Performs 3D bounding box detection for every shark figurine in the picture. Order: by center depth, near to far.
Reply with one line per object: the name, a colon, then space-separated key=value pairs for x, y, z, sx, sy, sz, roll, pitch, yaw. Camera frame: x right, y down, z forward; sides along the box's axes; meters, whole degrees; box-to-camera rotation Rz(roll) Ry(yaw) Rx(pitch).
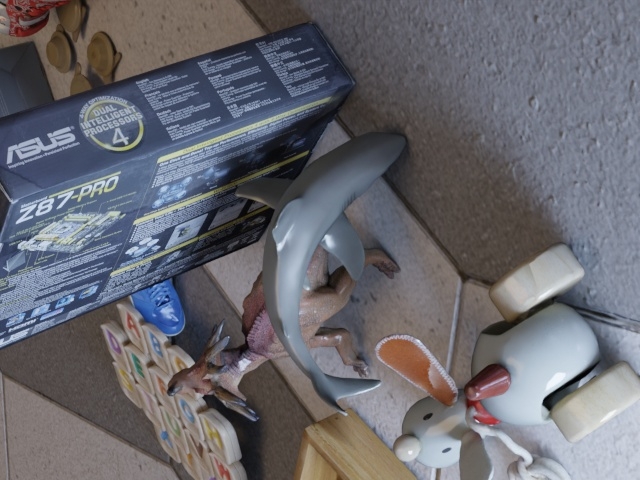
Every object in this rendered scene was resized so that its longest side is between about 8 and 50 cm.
shark figurine: x=-0.020 y=0.021 z=1.474 sx=0.116 sy=0.166 sz=0.278 roll=50 pitch=-134 yaw=-75

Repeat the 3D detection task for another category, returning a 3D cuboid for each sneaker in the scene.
sneaker: x=-0.342 y=-0.313 z=1.925 sx=0.270 sy=0.090 sz=0.145 roll=19 pitch=147 yaw=28
sneaker: x=-0.211 y=0.052 z=1.949 sx=0.152 sy=0.058 sz=0.084 roll=63 pitch=161 yaw=-5

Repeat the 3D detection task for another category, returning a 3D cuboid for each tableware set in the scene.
tableware set: x=-0.306 y=-0.238 z=1.981 sx=0.168 sy=0.020 sz=0.141 roll=58 pitch=141 yaw=22

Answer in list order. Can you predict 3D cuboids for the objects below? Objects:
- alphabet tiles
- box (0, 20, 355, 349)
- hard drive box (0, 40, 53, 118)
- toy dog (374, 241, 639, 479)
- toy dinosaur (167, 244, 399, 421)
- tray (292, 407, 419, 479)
alphabet tiles: x=-0.189 y=0.216 z=2.011 sx=0.284 sy=0.021 sz=0.278 roll=36 pitch=148 yaw=40
box: x=-0.188 y=-0.045 z=1.570 sx=0.097 sy=0.395 sz=0.318 roll=57 pitch=146 yaw=15
hard drive box: x=-0.451 y=-0.158 z=2.177 sx=0.232 sy=0.089 sz=0.181 roll=-12 pitch=97 yaw=57
toy dog: x=0.144 y=0.149 z=1.408 sx=0.220 sy=0.161 sz=0.333 roll=48 pitch=142 yaw=30
toy dinosaur: x=-0.044 y=0.077 z=1.606 sx=0.127 sy=0.200 sz=0.295 roll=49 pitch=142 yaw=28
tray: x=0.117 y=0.388 z=1.667 sx=0.411 sy=0.076 sz=0.202 roll=45 pitch=141 yaw=34
